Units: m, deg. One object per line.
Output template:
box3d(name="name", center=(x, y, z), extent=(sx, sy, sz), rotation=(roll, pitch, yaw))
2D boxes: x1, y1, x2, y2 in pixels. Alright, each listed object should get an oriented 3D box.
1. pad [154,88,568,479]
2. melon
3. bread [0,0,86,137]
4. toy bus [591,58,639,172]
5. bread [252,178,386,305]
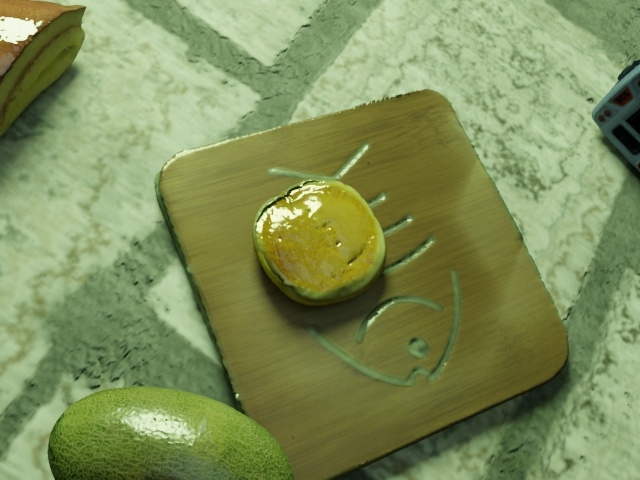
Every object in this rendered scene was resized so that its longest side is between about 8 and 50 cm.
box3d(name="pad", center=(0.041, 0.022, 0.607), extent=(0.286, 0.018, 0.284), rotation=(-18, 75, -20))
box3d(name="melon", center=(-0.097, 0.148, 0.481), extent=(0.162, 0.099, 0.099), rotation=(20, 66, -4))
box3d(name="bread", center=(-0.274, -0.134, 0.556), extent=(0.192, 0.067, 0.119), rotation=(-3, 71, -16))
box3d(name="toy bus", center=(0.403, -0.182, 0.723), extent=(0.292, 0.125, 0.133), rotation=(-41, 84, -23))
box3d(name="bread", center=(0.000, 0.000, 0.582), extent=(0.110, 0.024, 0.110), rotation=(5, 69, -13))
